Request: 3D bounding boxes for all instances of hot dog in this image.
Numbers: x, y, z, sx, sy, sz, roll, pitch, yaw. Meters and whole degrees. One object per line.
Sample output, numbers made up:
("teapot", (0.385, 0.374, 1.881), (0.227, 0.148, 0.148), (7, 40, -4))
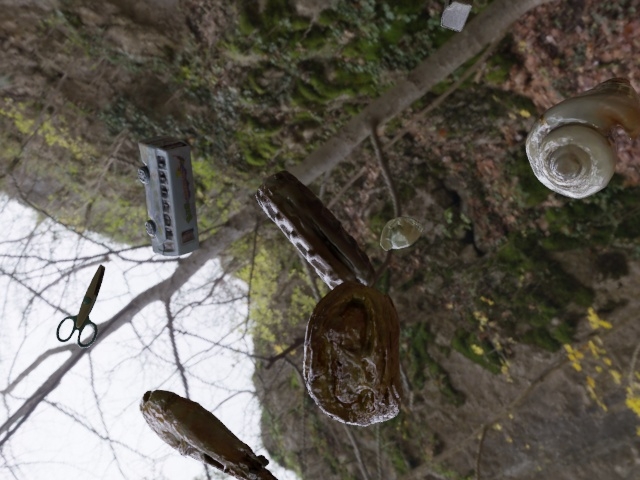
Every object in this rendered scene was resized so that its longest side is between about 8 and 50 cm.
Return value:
("hot dog", (0.059, 0.206, 1.037), (0.114, 0.175, 0.259), (-35, -55, -60))

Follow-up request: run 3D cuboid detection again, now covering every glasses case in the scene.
("glasses case", (0.270, -0.498, 1.120), (0.047, 0.071, 0.205), (15, -112, 1))

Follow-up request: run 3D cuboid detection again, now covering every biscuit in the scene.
("biscuit", (0.000, -0.001, 1.384), (0.366, 0.115, 0.268), (49, 176, -24))

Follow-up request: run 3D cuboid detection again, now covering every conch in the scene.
("conch", (0.383, -0.172, 0.882), (0.127, 0.158, 0.255), (28, -135, 2))

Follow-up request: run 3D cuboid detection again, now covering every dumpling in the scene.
("dumpling", (0.141, -0.016, 1.046), (0.059, 0.077, 0.043), (50, -135, -28))

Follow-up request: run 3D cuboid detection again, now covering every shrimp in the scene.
("shrimp", (-0.195, 0.356, 1.031), (0.294, 0.154, 0.062), (28, -137, 17))

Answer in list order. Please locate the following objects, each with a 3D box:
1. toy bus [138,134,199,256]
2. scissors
("toy bus", (-0.405, -0.111, 1.609), (0.135, 0.330, 0.109), (19, -149, 36))
("scissors", (-0.329, 0.090, 0.836), (0.014, 0.058, 0.119), (89, -167, -69))
